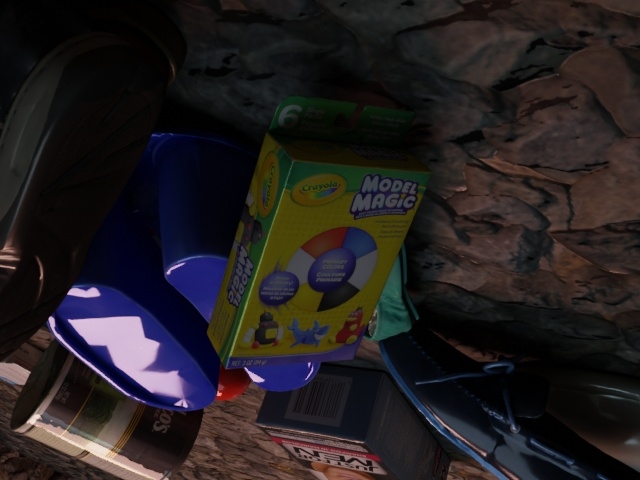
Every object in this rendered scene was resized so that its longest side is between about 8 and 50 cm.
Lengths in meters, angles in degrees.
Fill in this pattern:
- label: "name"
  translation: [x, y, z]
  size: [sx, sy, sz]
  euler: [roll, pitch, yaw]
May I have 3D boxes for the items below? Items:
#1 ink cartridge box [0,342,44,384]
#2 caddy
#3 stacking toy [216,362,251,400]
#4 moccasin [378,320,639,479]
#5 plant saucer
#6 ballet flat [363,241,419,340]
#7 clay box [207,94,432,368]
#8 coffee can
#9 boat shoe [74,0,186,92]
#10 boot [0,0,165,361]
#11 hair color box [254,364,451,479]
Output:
- label: "ink cartridge box"
  translation: [-0.627, 0.253, 1.573]
  size: [0.180, 0.060, 0.104]
  euler: [-7, 141, 40]
- label: "caddy"
  translation: [-0.129, 0.031, 0.770]
  size: [0.241, 0.179, 0.341]
  euler: [-13, 143, 10]
- label: "stacking toy"
  translation: [-0.211, 0.143, 1.068]
  size: [0.141, 0.141, 0.330]
  euler: [-5, 148, 37]
- label: "moccasin"
  translation: [0.225, 0.195, 0.864]
  size: [0.342, 0.138, 0.117]
  euler: [40, 113, 4]
- label: "plant saucer"
  translation: [0.361, 0.298, 1.005]
  size: [0.400, 0.100, 0.400]
  euler: [15, 152, 9]
- label: "ballet flat"
  translation: [0.043, 0.037, 0.746]
  size: [0.087, 0.083, 0.247]
  euler: [-26, 147, -3]
- label: "clay box"
  translation: [0.000, 0.000, 0.600]
  size: [0.127, 0.053, 0.222]
  euler: [1, 124, -31]
- label: "coffee can"
  translation: [-0.382, 0.307, 1.369]
  size: [0.275, 0.201, 0.201]
  euler: [34, 148, -25]
- label: "boat shoe"
  translation: [-0.255, -0.123, 0.648]
  size: [0.307, 0.104, 0.111]
  euler: [-7, 142, 39]
- label: "boot"
  translation: [-0.304, -0.068, 0.552]
  size: [0.284, 0.138, 0.377]
  euler: [45, 122, 8]
- label: "hair color box"
  translation: [0.068, 0.332, 1.230]
  size: [0.185, 0.113, 0.374]
  euler: [2, 147, 29]
